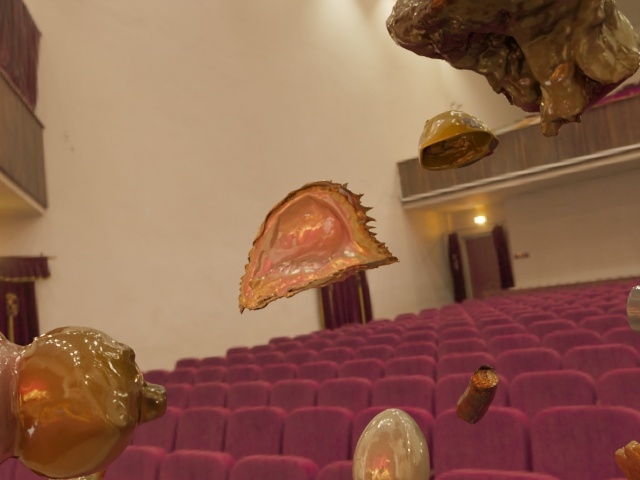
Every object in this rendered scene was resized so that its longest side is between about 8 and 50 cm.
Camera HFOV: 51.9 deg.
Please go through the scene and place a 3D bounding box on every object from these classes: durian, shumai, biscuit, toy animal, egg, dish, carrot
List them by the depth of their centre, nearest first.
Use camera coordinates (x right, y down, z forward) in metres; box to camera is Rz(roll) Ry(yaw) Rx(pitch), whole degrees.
[{"bbox_3d":[-0.285,0.146,0.608,0.281,0.195,0.169,6,6,-32],"label":"toy animal"},{"bbox_3d":[0.336,-0.342,1.060,0.397,0.323,0.324,-19,26,35],"label":"shumai"},{"bbox_3d":[-0.011,-0.005,1.162,0.305,0.195,0.185,-24,-12,32],"label":"durian"},{"bbox_3d":[0.614,0.437,1.175,0.036,0.166,0.225,-26,-12,-7],"label":"biscuit"},{"bbox_3d":[0.140,0.438,1.295,0.151,0.209,0.151,5,-25,3],"label":"egg"},{"bbox_3d":[0.265,-0.209,1.319,0.208,0.080,0.149,-2,-25,-40],"label":"dish"},{"bbox_3d":[0.352,0.350,1.477,0.070,0.070,0.260,-6,-31,0],"label":"carrot"}]

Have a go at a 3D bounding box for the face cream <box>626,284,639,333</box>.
[{"bbox_3d":[0.560,0.102,0.902,0.077,0.077,0.250,0,-1,-40],"label":"face cream"}]

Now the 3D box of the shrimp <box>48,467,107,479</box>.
[{"bbox_3d":[-0.512,0.502,1.017,0.445,0.085,0.272,-48,15,-32],"label":"shrimp"}]
